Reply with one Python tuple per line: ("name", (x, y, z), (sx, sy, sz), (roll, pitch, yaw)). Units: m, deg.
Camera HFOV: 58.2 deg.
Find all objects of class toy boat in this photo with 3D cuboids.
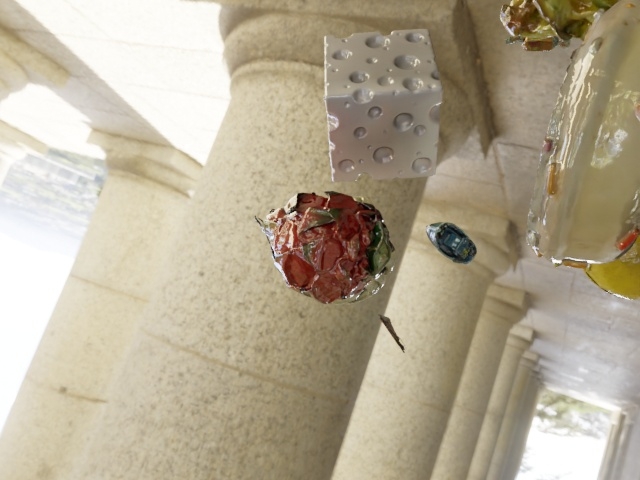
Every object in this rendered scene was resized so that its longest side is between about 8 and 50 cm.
("toy boat", (0.249, 0.004, 1.074), (0.137, 0.060, 0.061), (35, 178, -36))

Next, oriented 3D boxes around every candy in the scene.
("candy", (0.642, -0.588, 1.701), (0.182, 0.046, 0.053), (8, 153, 16))

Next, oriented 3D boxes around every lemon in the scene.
("lemon", (0.686, 0.028, 1.267), (0.260, 0.204, 0.204), (28, 168, -15))

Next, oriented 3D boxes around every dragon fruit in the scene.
("dragon fruit", (0.000, 0.000, 1.110), (0.293, 0.233, 0.234), (28, 178, 39))

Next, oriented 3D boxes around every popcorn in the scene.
("popcorn", (0.524, -0.563, 1.141), (0.290, 0.325, 0.321), (5, 131, 12))

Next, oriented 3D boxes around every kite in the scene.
("kite", (0.258, 0.317, 2.065), (0.183, 0.014, 0.241), (50, -171, -19))

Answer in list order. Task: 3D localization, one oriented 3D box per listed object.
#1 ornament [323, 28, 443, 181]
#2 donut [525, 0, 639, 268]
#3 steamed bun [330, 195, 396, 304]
("ornament", (0.133, -0.302, 1.294), (0.240, 0.239, 0.239), (-4, 139, 3))
("donut", (0.407, -0.134, 0.795), (0.143, 0.382, 0.383), (20, 171, 26))
("steamed bun", (0.076, 0.044, 1.974), (0.340, 0.351, 0.247), (-21, 172, 0))
